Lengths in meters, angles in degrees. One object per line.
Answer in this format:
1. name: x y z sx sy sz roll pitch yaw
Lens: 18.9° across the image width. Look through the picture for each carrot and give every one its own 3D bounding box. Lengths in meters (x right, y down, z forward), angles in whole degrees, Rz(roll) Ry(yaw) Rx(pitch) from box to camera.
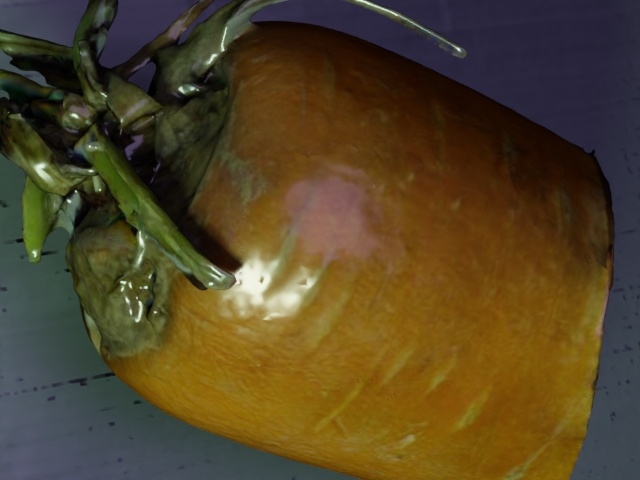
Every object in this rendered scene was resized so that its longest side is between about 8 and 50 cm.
1. carrot: 0.000 0.000 0.871 0.331 0.214 0.193 19 47 -21
